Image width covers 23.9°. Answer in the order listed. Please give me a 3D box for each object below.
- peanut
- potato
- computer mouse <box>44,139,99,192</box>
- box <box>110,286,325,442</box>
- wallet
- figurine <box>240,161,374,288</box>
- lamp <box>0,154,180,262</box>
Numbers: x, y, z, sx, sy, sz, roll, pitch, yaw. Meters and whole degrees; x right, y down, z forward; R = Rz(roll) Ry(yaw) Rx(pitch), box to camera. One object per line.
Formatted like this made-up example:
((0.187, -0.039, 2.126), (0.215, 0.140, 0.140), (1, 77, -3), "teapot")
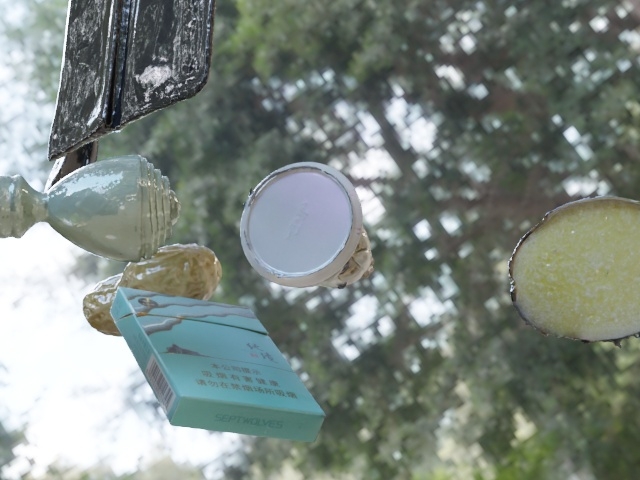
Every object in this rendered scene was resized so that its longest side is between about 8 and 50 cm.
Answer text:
((-0.203, 0.062, 1.780), (0.194, 0.083, 0.093), (-24, -26, 23), "peanut")
((0.307, 0.038, 1.627), (0.200, 0.164, 0.081), (-10, -10, 21), "potato")
((-0.300, -0.102, 1.880), (0.135, 0.047, 0.079), (-69, 18, -10), "computer mouse")
((-0.111, 0.124, 1.554), (0.162, 0.229, 0.041), (11, -70, -28), "box")
((-0.204, -0.235, 1.644), (0.041, 0.247, 0.323), (19, -22, -36), "wallet")
((0.000, 0.000, 1.544), (0.132, 0.132, 0.153), (-37, -24, 6), "figurine")
((-0.231, -0.032, 1.454), (0.193, 0.106, 0.106), (1, -25, -9), "lamp")
